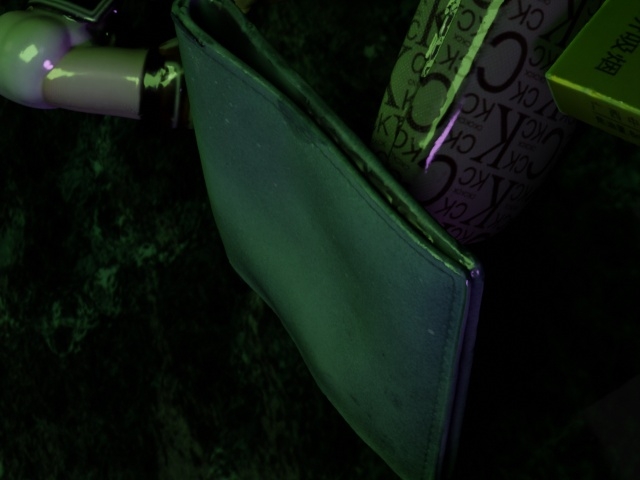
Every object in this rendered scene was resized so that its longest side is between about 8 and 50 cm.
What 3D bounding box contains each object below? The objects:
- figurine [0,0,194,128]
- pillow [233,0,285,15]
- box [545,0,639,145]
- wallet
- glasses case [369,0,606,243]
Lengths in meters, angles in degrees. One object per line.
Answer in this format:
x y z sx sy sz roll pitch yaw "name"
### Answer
-0.173 -0.264 1.039 0.320 0.196 0.323 19 107 43 "figurine"
0.033 -0.283 0.919 0.223 0.084 0.236 -5 80 12 "pillow"
0.290 -0.086 0.680 0.311 0.043 0.173 31 75 38 "box"
-0.001 0.000 0.860 0.290 0.054 0.251 51 160 32 "wallet"
0.137 -0.161 0.803 0.085 0.137 0.354 34 106 39 "glasses case"
